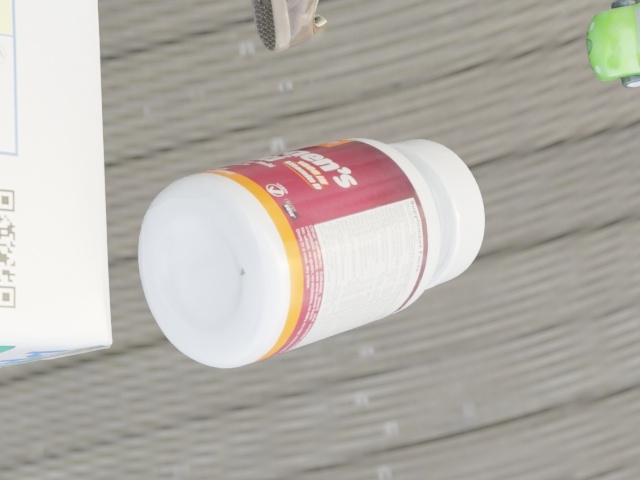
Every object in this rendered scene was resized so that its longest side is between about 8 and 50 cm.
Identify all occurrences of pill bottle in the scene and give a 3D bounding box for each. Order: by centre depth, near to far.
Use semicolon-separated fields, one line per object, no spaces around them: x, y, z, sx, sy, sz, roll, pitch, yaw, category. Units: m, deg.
0.000;0.000;1.225;0.221;0.121;0.121;-17;140;-47;pill bottle

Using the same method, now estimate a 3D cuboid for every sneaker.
-0.031;-0.276;1.867;0.071;0.066;0.188;-24;136;-25;sneaker

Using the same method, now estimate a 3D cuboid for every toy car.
0.298;-0.146;1.323;0.225;0.053;0.239;-6;84;6;toy car

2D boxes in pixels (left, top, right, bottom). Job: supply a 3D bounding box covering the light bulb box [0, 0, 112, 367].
-0.315;-0.108;0.933;0.361;0.358;0.225;5;168;-42;light bulb box
